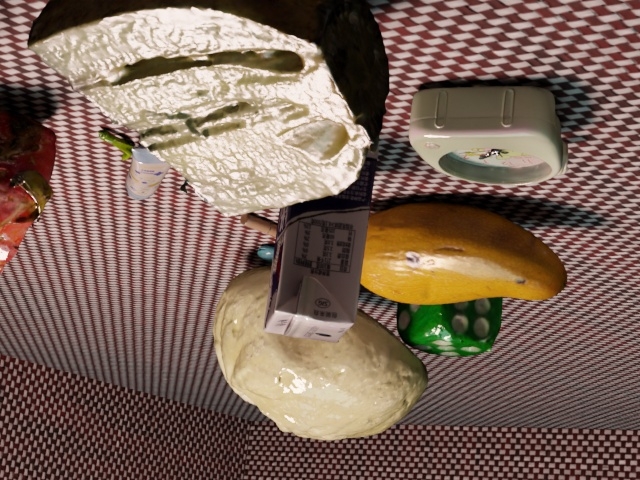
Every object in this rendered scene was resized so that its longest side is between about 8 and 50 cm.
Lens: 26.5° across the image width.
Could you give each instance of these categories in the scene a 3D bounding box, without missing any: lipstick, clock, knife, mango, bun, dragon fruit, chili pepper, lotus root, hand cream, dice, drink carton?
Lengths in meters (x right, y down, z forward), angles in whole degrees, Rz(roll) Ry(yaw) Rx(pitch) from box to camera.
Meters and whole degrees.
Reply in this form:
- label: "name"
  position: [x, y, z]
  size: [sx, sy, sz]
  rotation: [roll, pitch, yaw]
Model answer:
- label: "lipstick"
  position: [-0.078, -0.019, 1.966]
  size: [0.019, 0.019, 0.094]
  rotation: [-6, 160, 41]
- label: "clock"
  position: [0.185, -0.104, 1.431]
  size: [0.151, 0.062, 0.191]
  rotation: [1, 165, 21]
- label: "knife"
  position: [0.002, 0.043, 2.145]
  size: [0.222, 0.031, 0.064]
  rotation: [18, 166, -24]
- label: "mango"
  position: [0.175, 0.015, 1.788]
  size: [0.295, 0.120, 0.177]
  rotation: [-1, 156, 24]
- label: "bun"
  position: [-0.011, 0.194, 2.163]
  size: [0.349, 0.227, 0.352]
  rotation: [31, 180, 40]
- label: "dragon fruit"
  position: [-0.423, -0.061, 1.610]
  size: [0.147, 0.211, 0.282]
  rotation: [23, 167, -28]
- label: "chili pepper"
  position: [-0.248, -0.118, 1.676]
  size: [0.030, 0.017, 0.083]
  rotation: [10, 166, 24]
- label: "lotus root"
  position: [-0.063, -0.164, 1.176]
  size: [0.260, 0.149, 0.267]
  rotation: [-12, 138, 42]
- label: "hand cream"
  position: [-0.218, -0.088, 1.718]
  size: [0.065, 0.043, 0.170]
  rotation: [-3, 167, -17]
- label: "dice"
  position: [0.200, 0.105, 2.090]
  size: [0.131, 0.128, 0.120]
  rotation: [16, 162, -28]
- label: "drink carton"
  position: [0.000, 0.001, 1.599]
  size: [0.102, 0.222, 0.134]
  rotation: [9, 165, -8]
